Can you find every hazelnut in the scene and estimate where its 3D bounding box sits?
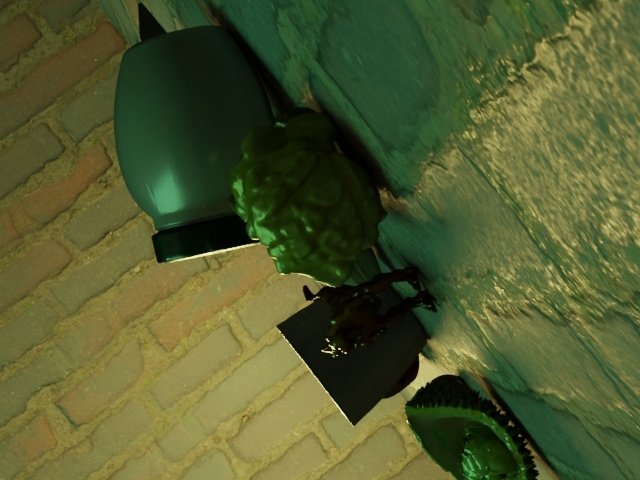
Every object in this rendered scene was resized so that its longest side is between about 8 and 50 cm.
[{"bbox_3d":[0.150,0.294,2.268,0.161,0.170,0.201,54,164,-4],"label":"hazelnut"}]

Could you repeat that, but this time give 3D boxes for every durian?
[{"bbox_3d":[0.294,0.394,1.712,0.356,0.169,0.157,57,174,-4],"label":"durian"}]

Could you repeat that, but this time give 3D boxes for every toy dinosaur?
[{"bbox_3d":[0.080,0.108,1.560,0.432,0.208,0.097,-104,-6,-83],"label":"toy dinosaur"}]

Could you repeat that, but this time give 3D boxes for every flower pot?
[{"bbox_3d":[0.081,0.215,1.967,0.265,0.243,0.265,54,176,5],"label":"flower pot"}]

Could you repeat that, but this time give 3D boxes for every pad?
[{"bbox_3d":[-0.394,-0.465,2.526,0.250,0.055,0.323,51,175,18],"label":"pad"}]

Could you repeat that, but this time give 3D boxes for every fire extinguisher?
[{"bbox_3d":[0.282,0.359,2.034,0.105,0.104,0.269,50,174,20],"label":"fire extinguisher"}]

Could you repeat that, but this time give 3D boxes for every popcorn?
[{"bbox_3d":[-0.019,-0.055,1.315,0.255,0.195,0.256,57,-166,7],"label":"popcorn"}]

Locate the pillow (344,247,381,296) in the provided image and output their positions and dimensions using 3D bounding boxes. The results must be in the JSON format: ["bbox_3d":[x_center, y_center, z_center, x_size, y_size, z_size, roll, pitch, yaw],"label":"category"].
[{"bbox_3d":[-0.019,-0.042,1.731,0.322,0.120,0.255,53,169,-35],"label":"pillow"}]

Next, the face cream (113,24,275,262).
[{"bbox_3d":[-0.206,-0.154,1.564,0.312,0.219,0.357,-10,91,42],"label":"face cream"}]

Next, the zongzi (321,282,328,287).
[{"bbox_3d":[0.085,0.135,2.357,0.178,0.081,0.189,35,171,37],"label":"zongzi"}]

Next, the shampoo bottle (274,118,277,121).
[{"bbox_3d":[-0.086,-0.203,1.738,0.049,0.034,0.141,41,179,-14],"label":"shampoo bottle"}]
